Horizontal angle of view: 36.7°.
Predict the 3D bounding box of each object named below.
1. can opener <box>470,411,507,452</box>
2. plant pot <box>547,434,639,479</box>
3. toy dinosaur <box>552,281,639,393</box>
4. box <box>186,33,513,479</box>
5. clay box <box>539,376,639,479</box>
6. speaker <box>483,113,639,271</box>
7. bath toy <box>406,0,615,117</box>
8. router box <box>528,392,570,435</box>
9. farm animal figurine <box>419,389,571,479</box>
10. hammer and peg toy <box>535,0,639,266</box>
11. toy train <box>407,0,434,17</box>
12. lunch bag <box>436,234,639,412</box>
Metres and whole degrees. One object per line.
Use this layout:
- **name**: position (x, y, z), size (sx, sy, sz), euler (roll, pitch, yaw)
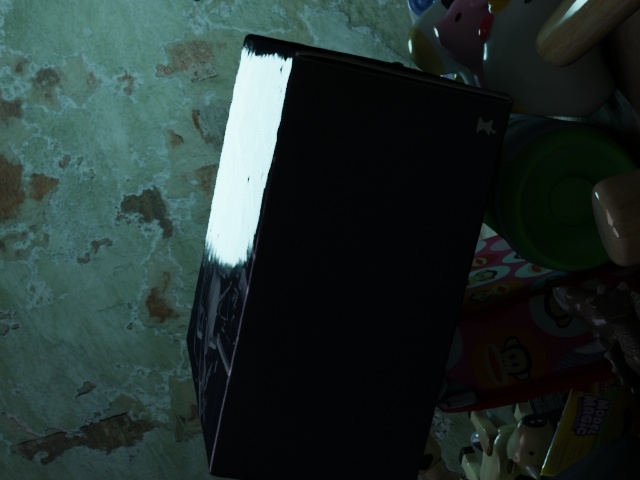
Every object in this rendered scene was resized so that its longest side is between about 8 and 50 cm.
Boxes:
- **can opener**: position (0.398, 0.410, 1.794), size (0.280, 0.093, 0.074), euler (36, -128, -18)
- **plant pot**: position (0.217, 0.292, 0.734), size (0.248, 0.247, 0.252), euler (52, -147, 10)
- **toy dinosaur**: position (0.257, 0.113, 0.639), size (0.160, 0.121, 0.314), euler (50, -165, -46)
- **box**: position (0.000, 0.000, 0.884), size (0.312, 0.178, 0.343), euler (-132, 52, -72)
- **clay box**: position (0.275, 0.213, 0.968), size (0.222, 0.053, 0.127), euler (-58, -40, -38)
- **speaker**: position (0.199, -0.055, 0.904), size (0.296, 0.131, 0.131), euler (-103, -5, -79)
- **bath toy**: position (0.167, -0.187, 0.898), size (0.348, 0.151, 0.129), euler (-107, 21, -79)
- **router box**: position (0.386, 0.213, 1.759), size (0.243, 0.081, 0.309), euler (51, -158, -75)
- **farm animal figurine**: position (0.237, 0.281, 1.289), size (0.172, 0.330, 0.327), euler (-107, -3, -51)
- **hammer and peg toy**: position (0.179, 0.029, 0.304), size (0.266, 0.127, 0.361), euler (-74, -33, -78)
- **toy train**: position (0.151, -0.362, 1.232), size (0.080, 0.105, 0.184), euler (-35, -71, -76)
- **lunch bag**: position (0.180, 0.069, 0.972), size (0.293, 0.258, 0.120), euler (-76, -31, -80)
